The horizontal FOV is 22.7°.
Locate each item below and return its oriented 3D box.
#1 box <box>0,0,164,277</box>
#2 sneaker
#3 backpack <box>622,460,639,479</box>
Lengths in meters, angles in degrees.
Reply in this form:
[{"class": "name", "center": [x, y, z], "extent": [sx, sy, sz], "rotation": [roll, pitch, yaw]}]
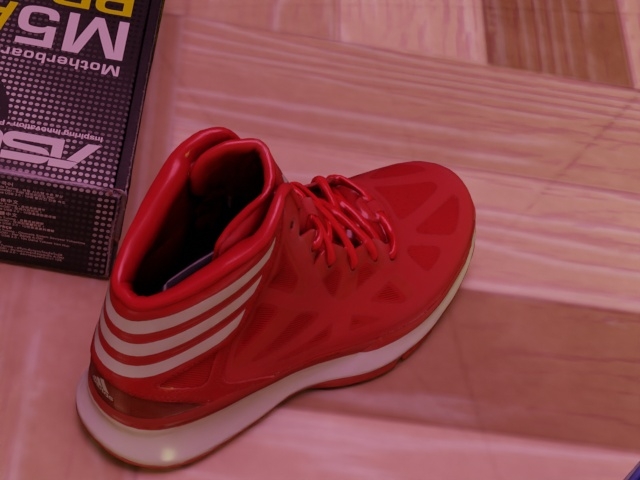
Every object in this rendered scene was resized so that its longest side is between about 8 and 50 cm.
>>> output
[{"class": "box", "center": [-0.212, -0.100, 0.747], "extent": [0.270, 0.060, 0.216], "rotation": [10, 46, -6]}, {"class": "sneaker", "center": [0.000, 0.000, 0.663], "extent": [0.087, 0.128, 0.221], "rotation": [39, 51, 19]}, {"class": "backpack", "center": [0.192, 0.170, 0.504], "extent": [0.263, 0.213, 0.276], "rotation": [45, 46, 15]}]
